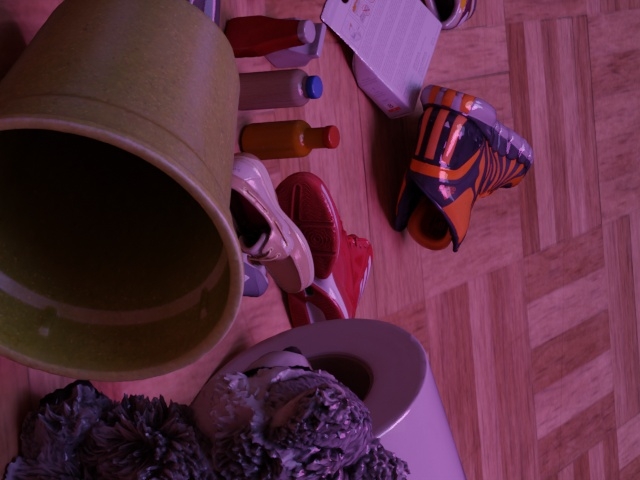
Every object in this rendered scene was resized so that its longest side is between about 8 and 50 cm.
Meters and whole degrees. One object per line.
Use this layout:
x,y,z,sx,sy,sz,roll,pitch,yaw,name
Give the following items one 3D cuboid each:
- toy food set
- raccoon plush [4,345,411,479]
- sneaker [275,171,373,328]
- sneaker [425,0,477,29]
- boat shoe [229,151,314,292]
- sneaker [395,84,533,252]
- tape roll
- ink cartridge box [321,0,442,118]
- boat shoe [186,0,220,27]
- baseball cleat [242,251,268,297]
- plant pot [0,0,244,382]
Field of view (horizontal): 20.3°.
-0.027,-0.206,1.863,0.111,0.105,0.232,43,52,-52,toy food set
-0.099,0.297,1.508,0.216,0.299,0.446,32,61,-57,raccoon plush
0.000,0.000,1.950,0.128,0.087,0.221,-65,155,-53,sneaker
0.157,-0.358,2.243,0.084,0.070,0.185,-39,122,-61,sneaker
-0.063,-0.007,1.841,0.170,0.063,0.059,61,40,-25,boat shoe
0.165,-0.071,2.219,0.321,0.125,0.180,28,81,-66,sneaker
0.011,0.214,1.771,0.246,0.246,0.169,-56,136,-47,tape roll
0.062,-0.253,2.116,0.179,0.045,0.145,41,52,-31,ink cartridge box
-0.147,-0.250,1.642,0.095,0.112,0.335,-20,110,-65,boat shoe
-0.128,0.042,1.726,0.206,0.072,0.109,31,76,-52,baseball cleat
-0.176,-0.069,1.463,0.254,0.276,0.276,-78,151,-47,plant pot
